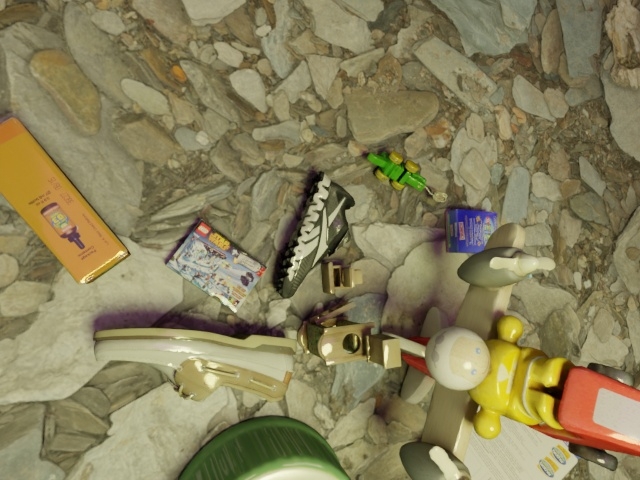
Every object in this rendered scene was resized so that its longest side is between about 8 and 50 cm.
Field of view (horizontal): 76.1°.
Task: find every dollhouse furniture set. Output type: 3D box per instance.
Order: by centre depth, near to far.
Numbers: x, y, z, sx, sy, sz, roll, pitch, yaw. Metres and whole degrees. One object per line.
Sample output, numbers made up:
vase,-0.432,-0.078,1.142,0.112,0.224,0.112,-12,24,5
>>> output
dollhouse furniture set,0.034,0.114,0.667,0.101,0.182,0.161,-2,86,-21

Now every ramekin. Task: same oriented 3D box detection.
ramekin,-0.072,0.442,0.610,0.303,0.148,0.304,2,84,-21

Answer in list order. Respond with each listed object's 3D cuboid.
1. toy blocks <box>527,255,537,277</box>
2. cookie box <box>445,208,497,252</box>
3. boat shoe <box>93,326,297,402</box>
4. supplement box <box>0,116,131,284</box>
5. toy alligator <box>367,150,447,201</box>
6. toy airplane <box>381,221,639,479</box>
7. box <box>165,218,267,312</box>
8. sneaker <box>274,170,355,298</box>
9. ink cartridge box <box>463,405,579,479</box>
toy blocks,0.388,0.055,0.831,0.123,0.148,0.054,-15,91,-22
cookie box,0.321,-0.018,0.870,0.107,0.040,0.092,3,84,-21
boat shoe,-0.179,0.188,0.614,0.302,0.113,0.104,10,75,-21
supplement box,-0.377,-0.049,0.580,0.078,0.080,0.234,-39,97,-19
toy alligator,0.173,-0.134,0.820,0.189,0.056,0.051,25,36,-17
toy airplane,0.236,0.195,0.641,0.272,0.384,0.386,32,29,-38
box,-0.170,0.043,0.678,0.137,0.027,0.094,39,74,-14
sneaker,0.000,0.000,0.722,0.106,0.078,0.235,25,74,-15
ink cartridge box,0.353,0.409,0.793,0.311,0.065,0.186,-29,69,-19
